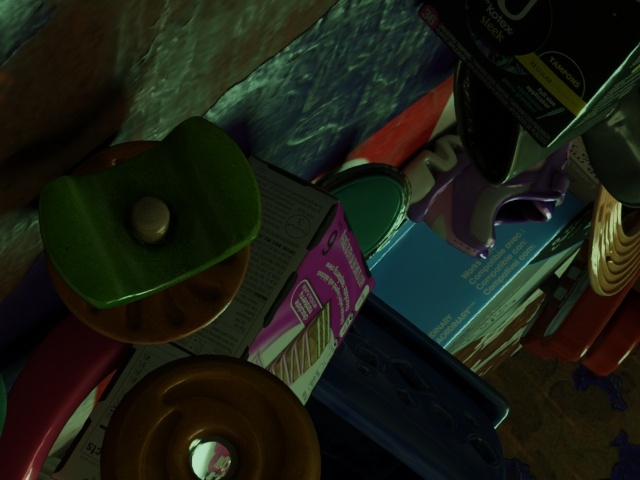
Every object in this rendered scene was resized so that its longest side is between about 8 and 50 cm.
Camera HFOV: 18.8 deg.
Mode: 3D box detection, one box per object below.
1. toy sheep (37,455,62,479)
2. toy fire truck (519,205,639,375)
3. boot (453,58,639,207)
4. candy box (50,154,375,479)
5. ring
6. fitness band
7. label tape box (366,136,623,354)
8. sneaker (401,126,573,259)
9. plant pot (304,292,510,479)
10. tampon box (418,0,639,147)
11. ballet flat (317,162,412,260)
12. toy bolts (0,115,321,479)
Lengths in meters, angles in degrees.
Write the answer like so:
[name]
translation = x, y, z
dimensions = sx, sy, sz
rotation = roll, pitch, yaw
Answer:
[toy sheep]
translation = -0.207, 0.202, 1.371
dimensions = 0.091, 0.091, 0.132
rotation = -49, -176, 32
[toy fire truck]
translation = 0.317, 0.003, 2.024
dimensions = 0.302, 0.169, 0.254
rotation = -53, -178, -7
[boot]
translation = 0.185, -0.083, 1.445
dimensions = 0.076, 0.190, 0.208
rotation = -12, -165, 32
[candy box]
translation = -0.060, 0.084, 1.206
dimensions = 0.233, 0.071, 0.159
rotation = -58, 161, -12
[ring]
translation = 0.303, -0.111, 1.752
dimensions = 0.336, 0.032, 0.337
rotation = -53, 154, -40
[fitness band]
translation = -0.149, 0.151, 1.243
dimensions = 0.209, 0.054, 0.291
rotation = -55, 160, -16
[label tape box]
translation = 0.150, 0.005, 1.802
dimensions = 0.240, 0.106, 0.333
rotation = -47, 168, 23
[sneaker]
translation = 0.170, -0.070, 1.571
dimensions = 0.236, 0.104, 0.095
rotation = -40, 164, -17
[plant pot]
translation = 0.015, 0.178, 1.633
dimensions = 0.236, 0.236, 0.212
rotation = -50, -176, 30
[tampon box]
translation = 0.161, -0.159, 1.143
dimensions = 0.101, 0.120, 0.161
rotation = -33, 166, -42
[ballet flat]
translation = 0.000, 0.000, 1.405
dimensions = 0.188, 0.070, 0.070
rotation = -45, 169, 28
[toy bolts]
translation = -0.122, 0.076, 0.934
dimensions = 0.228, 0.218, 0.158
rotation = -21, 172, -10
